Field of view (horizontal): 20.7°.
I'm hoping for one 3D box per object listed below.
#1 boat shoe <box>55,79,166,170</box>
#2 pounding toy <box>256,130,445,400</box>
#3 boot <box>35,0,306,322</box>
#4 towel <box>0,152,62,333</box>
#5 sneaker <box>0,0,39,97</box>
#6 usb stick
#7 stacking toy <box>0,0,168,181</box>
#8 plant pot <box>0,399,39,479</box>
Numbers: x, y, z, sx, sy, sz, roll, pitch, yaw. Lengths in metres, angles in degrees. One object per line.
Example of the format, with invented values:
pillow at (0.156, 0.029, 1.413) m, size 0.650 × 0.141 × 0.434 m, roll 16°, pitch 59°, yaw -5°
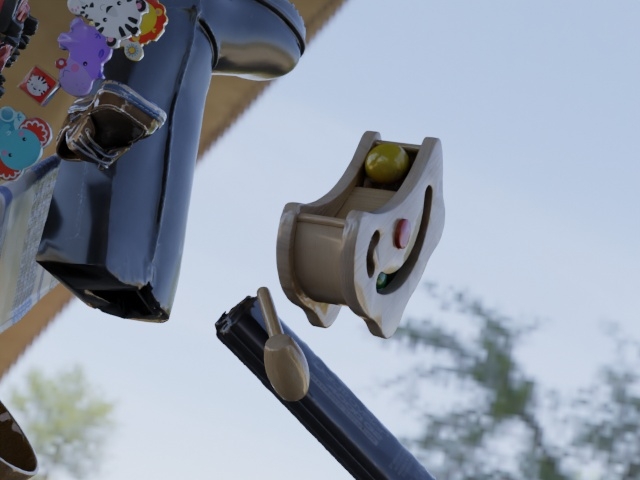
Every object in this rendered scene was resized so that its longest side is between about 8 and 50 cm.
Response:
boat shoe at (-0.196, -0.099, 1.609) m, size 0.066 × 0.066 × 0.183 m, roll 35°, pitch -15°, yaw -16°
pounding toy at (0.000, 0.000, 1.604) m, size 0.155 × 0.269 × 0.154 m, roll 8°, pitch -42°, yaw 25°
boot at (-0.162, -0.113, 2.055) m, size 0.146 × 0.445 × 0.367 m, roll -9°, pitch -25°, yaw 32°
towel at (-0.326, -0.010, 2.013) m, size 0.034 × 0.209 × 0.285 m, roll 22°, pitch 27°, yaw 12°
sneaker at (-0.327, -0.205, 1.581) m, size 0.135 × 0.097 × 0.276 m, roll 24°, pitch -19°, yaw -7°
usb stick at (0.007, 0.164, 1.716) m, size 0.278 × 0.077 × 0.045 m, roll 46°, pitch -62°, yaw -1°
stacking toy at (-0.196, -0.098, 1.268) m, size 0.052 × 0.221 × 0.167 m, roll 40°, pitch 1°, yaw -2°
plant pot at (-0.500, 0.264, 2.030) m, size 0.237 × 0.254 × 0.237 m, roll 48°, pitch 2°, yaw -3°
